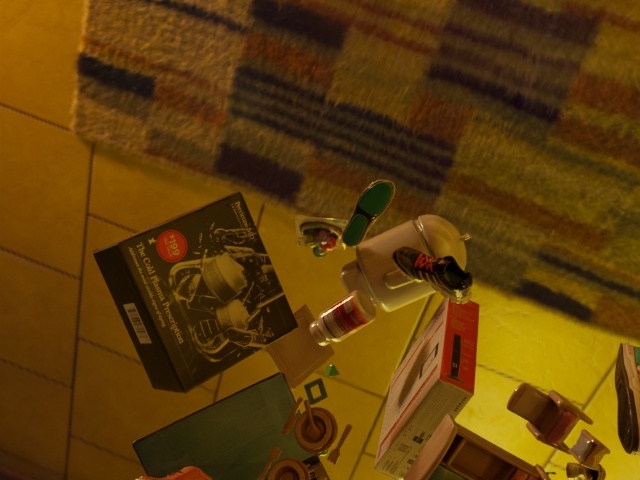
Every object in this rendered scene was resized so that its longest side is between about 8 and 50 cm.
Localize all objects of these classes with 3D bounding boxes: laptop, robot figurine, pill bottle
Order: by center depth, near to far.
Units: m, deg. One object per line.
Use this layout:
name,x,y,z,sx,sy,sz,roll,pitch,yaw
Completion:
laptop,-0.160,0.591,1.651,0.382,0.408,0.236,-24,141,-11
pill bottle,0.052,0.190,1.752,0.152,0.086,0.086,-35,105,22
robot figurine,0.231,0.059,1.917,0.353,0.300,0.200,-25,102,9

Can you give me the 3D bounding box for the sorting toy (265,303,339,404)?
sorting toy,-0.070,0.308,2.122,0.047,0.196,0.347,-17,106,53

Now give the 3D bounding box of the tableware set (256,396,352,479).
tableware set,-0.038,0.408,1.383,0.128,0.194,0.039,23,168,26

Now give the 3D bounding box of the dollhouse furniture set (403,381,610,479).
dollhouse furniture set,0.295,0.381,1.066,0.198,0.303,0.286,30,98,-12

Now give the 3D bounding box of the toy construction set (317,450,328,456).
toy construction set,-0.078,0.613,1.979,0.309,0.257,0.237,-42,144,5

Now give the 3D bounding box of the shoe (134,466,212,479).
shoe,-0.318,0.527,1.578,0.178,0.081,0.063,28,134,-21

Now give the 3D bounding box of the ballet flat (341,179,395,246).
ballet flat,0.093,-0.060,1.431,0.057,0.052,0.168,37,118,3

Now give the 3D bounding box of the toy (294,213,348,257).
toy,0.000,0.000,1.925,0.137,0.056,0.237,6,163,2

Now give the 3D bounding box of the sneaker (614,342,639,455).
sneaker,0.654,0.304,1.361,0.178,0.295,0.124,7,118,17

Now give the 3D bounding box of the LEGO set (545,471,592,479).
LEGO set,0.528,0.546,1.416,0.331,0.192,0.255,36,157,-23

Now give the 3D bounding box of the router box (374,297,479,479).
router box,0.246,0.332,1.667,0.082,0.301,0.335,24,126,-2

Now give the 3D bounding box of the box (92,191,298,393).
box,-0.272,0.110,1.612,0.179,0.312,0.343,-13,102,55

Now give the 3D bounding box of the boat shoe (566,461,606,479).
boat shoe,0.634,0.546,1.707,0.153,0.056,0.048,24,152,-37

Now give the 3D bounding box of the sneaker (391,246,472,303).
sneaker,0.217,0.052,1.380,0.170,0.063,0.075,31,145,13
